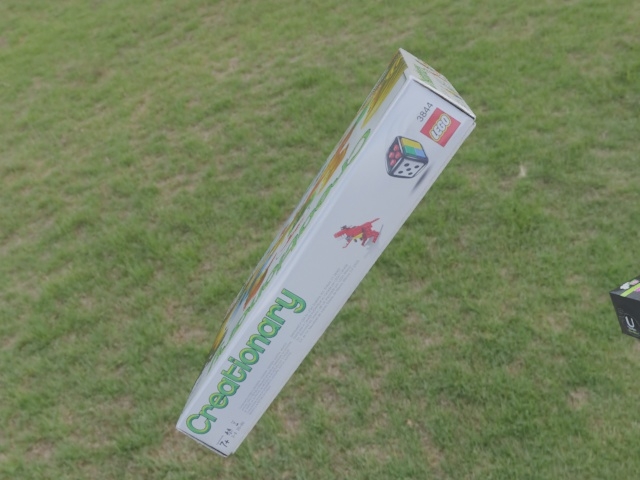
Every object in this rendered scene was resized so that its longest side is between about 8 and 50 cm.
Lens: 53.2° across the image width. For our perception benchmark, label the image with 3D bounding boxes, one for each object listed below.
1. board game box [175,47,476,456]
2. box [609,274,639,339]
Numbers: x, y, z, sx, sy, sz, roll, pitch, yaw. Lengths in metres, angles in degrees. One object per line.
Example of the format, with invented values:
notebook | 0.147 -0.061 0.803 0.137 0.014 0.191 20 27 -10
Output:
board game box | 0.000 0.000 0.509 0.305 0.053 0.193 -56 8 20
box | 0.345 0.060 0.635 0.083 0.052 0.062 -26 13 -12
